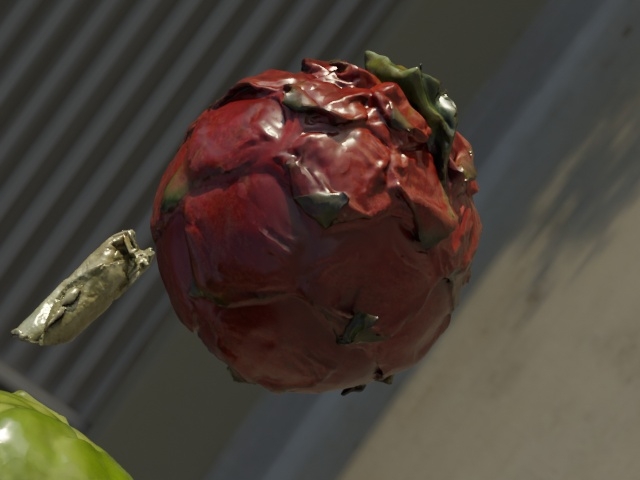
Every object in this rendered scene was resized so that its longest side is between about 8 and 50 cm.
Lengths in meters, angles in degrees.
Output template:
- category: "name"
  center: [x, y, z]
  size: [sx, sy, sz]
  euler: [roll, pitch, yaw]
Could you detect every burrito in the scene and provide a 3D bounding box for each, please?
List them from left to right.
- category: "burrito"
  center: [-0.206, 0.048, 1.553]
  size: [0.041, 0.055, 0.149]
  euler: [22, 59, 42]

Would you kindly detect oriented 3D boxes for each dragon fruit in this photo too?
- category: "dragon fruit"
  center: [0.000, 0.000, 1.273]
  size: [0.299, 0.244, 0.244]
  euler: [104, -170, -53]

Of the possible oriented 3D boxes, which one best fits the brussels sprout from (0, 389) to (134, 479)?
- category: "brussels sprout"
  center: [-0.257, 0.233, 1.132]
  size: [0.242, 0.317, 0.273]
  euler: [-72, -23, -70]
